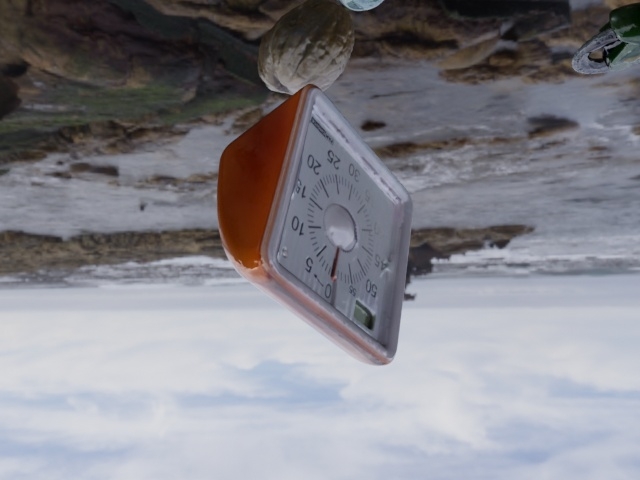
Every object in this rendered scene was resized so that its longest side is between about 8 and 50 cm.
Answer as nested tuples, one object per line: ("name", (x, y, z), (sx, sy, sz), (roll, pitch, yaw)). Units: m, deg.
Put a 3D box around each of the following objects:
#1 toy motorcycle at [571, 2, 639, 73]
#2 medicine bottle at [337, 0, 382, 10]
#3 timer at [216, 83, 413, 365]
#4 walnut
("toy motorcycle", (0.377, -0.205, 0.551), (0.275, 0.124, 0.187), (-6, 163, -14))
("medicine bottle", (0.020, -0.304, 0.654), (0.054, 0.090, 0.208), (40, -169, -41))
("timer", (0.000, 0.000, 0.746), (0.161, 0.249, 0.257), (-26, 135, 24))
("walnut", (-0.021, -0.388, 1.251), (0.178, 0.230, 0.178), (26, 156, 13))
